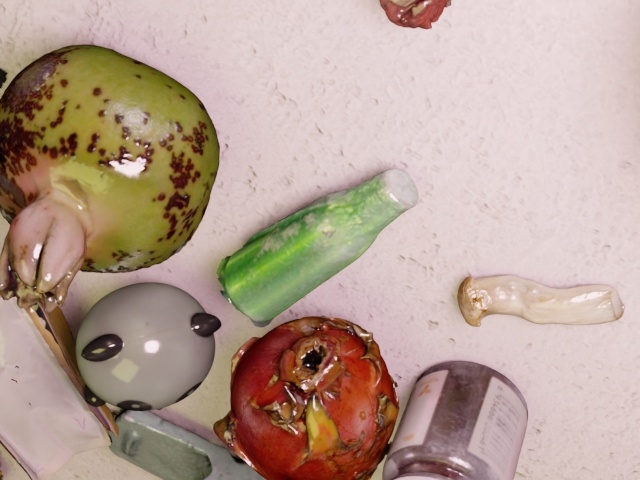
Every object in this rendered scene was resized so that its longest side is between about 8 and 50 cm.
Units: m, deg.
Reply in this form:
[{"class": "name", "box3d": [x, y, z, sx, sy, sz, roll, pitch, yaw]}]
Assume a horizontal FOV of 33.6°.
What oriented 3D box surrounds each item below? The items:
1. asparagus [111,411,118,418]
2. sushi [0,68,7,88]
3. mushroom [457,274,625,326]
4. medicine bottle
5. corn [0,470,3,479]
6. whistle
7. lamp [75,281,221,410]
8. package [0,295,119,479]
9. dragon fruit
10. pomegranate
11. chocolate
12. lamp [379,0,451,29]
[{"class": "asparagus", "box3d": [-0.412, 0.290, 1.795, 0.166, 0.013, 0.016, 2, 139, 24]}, {"class": "sushi", "box3d": [-0.643, -0.220, 1.420, 0.373, 0.100, 0.296, 37, 133, -8]}, {"class": "mushroom", "box3d": [0.266, 0.077, 1.288, 0.202, 0.054, 0.059, 3, 132, 15]}, {"class": "medicine bottle", "box3d": [0.164, 0.300, 1.362, 0.165, 0.273, 0.165, 13, 132, 15]}, {"class": "corn", "box3d": [-0.686, 0.369, 1.922, 0.115, 0.115, 0.318, -6, 124, 29]}, {"class": "whistle", "box3d": [-0.171, 0.416, 1.710, 0.405, 0.188, 0.168, 53, 143, 22]}, {"class": "lamp", "box3d": [-0.254, 0.159, 1.507, 0.197, 0.198, 0.244, 33, 151, -4]}, {"class": "package", "box3d": [-0.430, 0.186, 1.621, 0.165, 0.221, 0.311, -24, 115, 9]}, {"class": "dragon fruit", "box3d": [-0.012, 0.221, 1.403, 0.250, 0.251, 0.315, 7, 169, 20]}, {"class": "pomegranate", "box3d": [-0.275, -0.056, 1.223, 0.284, 0.341, 0.285, 13, 135, 13]}, {"class": "chocolate", "box3d": [0.000, 0.000, 1.315, 0.110, 0.110, 0.291, 45, 128, -15]}, {"class": "lamp", "box3d": [0.095, -0.307, 0.981, 0.215, 0.151, 0.223, -22, 118, 41]}]
